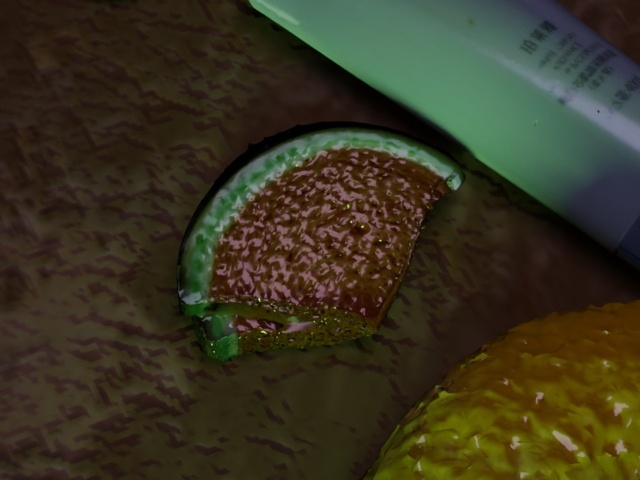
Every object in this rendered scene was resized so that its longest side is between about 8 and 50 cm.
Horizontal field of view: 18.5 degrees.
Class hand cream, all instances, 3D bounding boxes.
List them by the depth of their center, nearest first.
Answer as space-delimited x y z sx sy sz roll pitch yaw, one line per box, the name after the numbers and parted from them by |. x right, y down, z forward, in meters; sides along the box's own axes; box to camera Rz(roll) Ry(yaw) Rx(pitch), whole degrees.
0.088 -0.040 0.660 0.255 0.048 0.079 37 57 15 | hand cream

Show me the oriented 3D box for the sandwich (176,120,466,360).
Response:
-0.005 0.000 0.635 0.069 0.026 0.101 30 64 3 | sandwich

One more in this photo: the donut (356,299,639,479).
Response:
0.108 0.126 0.538 0.253 0.118 0.253 5 46 -5 | donut
